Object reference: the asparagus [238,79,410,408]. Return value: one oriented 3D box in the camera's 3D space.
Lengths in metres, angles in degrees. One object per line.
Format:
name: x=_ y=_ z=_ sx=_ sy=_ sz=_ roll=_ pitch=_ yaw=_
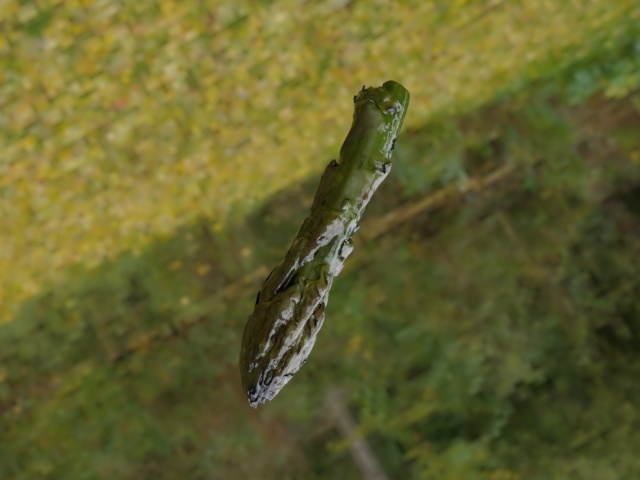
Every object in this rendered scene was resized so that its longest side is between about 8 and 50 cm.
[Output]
asparagus: x=0.000 y=0.000 z=0.858 sx=0.036 sy=0.030 sz=0.165 roll=-1 pitch=-124 yaw=47
